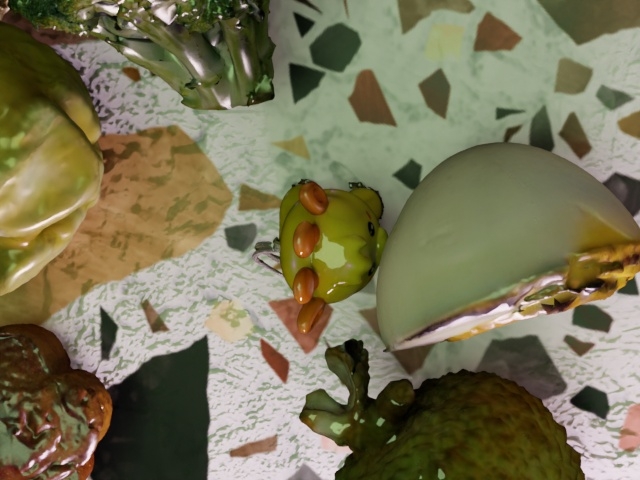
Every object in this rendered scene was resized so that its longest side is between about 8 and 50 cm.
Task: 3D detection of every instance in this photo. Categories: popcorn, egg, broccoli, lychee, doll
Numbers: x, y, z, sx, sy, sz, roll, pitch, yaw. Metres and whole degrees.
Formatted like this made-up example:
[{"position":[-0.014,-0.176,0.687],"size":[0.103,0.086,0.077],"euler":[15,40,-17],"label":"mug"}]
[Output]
[{"position":[-0.375,-0.112,1.810],"size":[0.334,0.293,0.292],"euler":[36,90,-25],"label":"popcorn"},{"position":[0.159,-0.003,1.687],"size":[0.264,0.286,0.174],"euler":[-21,88,14],"label":"egg"},{"position":[-0.129,-0.265,1.738],"size":[0.321,0.304,0.283],"euler":[1,126,37],"label":"broccoli"},{"position":[0.127,0.254,1.754],"size":[0.270,0.270,0.320],"euler":[-22,129,17],"label":"lychee"},{"position":[0.000,0.000,1.760],"size":[0.135,0.221,0.143],"euler":[5,104,10],"label":"doll"}]

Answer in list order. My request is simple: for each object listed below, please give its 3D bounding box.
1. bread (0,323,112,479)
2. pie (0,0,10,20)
[{"position":[-0.341,0.196,1.922],"size":[0.247,0.135,0.232],"euler":[-37,89,17],"label":"bread"},{"position":[-0.387,-0.305,1.875],"size":[0.179,0.084,0.205],"euler":[25,108,9],"label":"pie"}]
